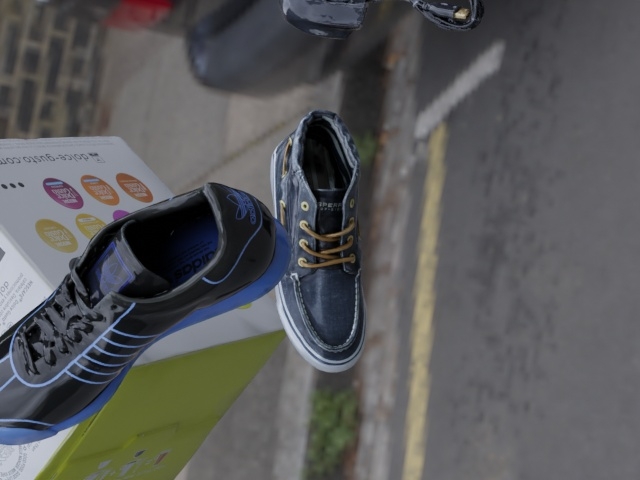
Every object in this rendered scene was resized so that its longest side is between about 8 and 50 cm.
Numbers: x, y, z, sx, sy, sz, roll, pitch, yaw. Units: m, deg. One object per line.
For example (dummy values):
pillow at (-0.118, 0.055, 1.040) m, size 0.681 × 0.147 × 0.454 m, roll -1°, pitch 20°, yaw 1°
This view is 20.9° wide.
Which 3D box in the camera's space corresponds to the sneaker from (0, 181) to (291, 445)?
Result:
sneaker at (-0.131, 0.039, 1.035) m, size 0.232 × 0.090 × 0.081 m, roll -34°, pitch 62°, yaw 8°

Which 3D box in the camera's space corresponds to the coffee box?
coffee box at (-0.305, 0.118, 1.933) m, size 0.334 × 0.338 × 0.338 m, roll 47°, pitch 115°, yaw 18°

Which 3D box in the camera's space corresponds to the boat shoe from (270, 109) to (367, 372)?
boat shoe at (0.000, 0.000, 1.254) m, size 0.083 × 0.065 × 0.183 m, roll 126°, pitch 136°, yaw -69°

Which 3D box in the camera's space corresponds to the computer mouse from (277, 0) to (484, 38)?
computer mouse at (0.046, -0.218, 1.580) m, size 0.242 × 0.041 × 0.071 m, roll 8°, pitch 97°, yaw 42°
